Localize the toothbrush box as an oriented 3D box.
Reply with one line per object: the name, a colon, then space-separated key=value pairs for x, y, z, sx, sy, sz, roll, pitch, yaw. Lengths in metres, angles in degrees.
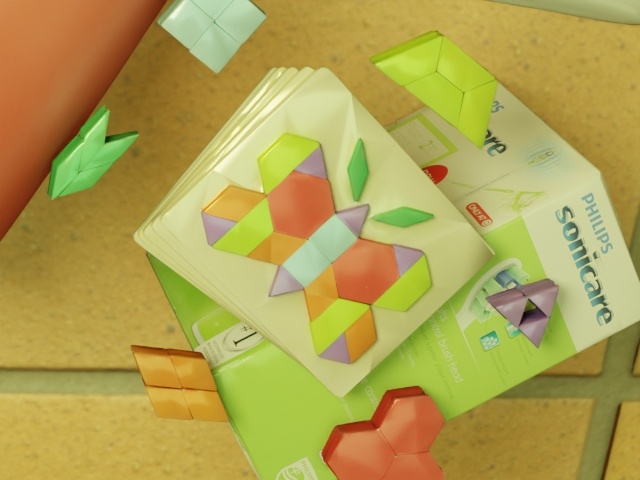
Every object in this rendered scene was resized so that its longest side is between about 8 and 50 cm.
toothbrush box: x=0.046 y=0.027 z=1.274 sx=0.283 sy=0.206 sz=0.122 roll=-26 pitch=118 yaw=-4

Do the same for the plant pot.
plant pot: x=-0.232 y=-0.139 z=1.094 sx=0.243 sy=0.275 sz=0.275 roll=-45 pitch=119 yaw=-4

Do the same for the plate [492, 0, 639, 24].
plate: x=0.148 y=-0.286 z=1.257 sx=0.278 sy=0.045 sz=0.277 roll=5 pitch=112 yaw=-19

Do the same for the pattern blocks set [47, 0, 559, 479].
pattern blocks set: x=0.000 y=0.000 z=1.122 sx=0.325 sy=0.026 sz=0.285 roll=29 pitch=99 yaw=-21
